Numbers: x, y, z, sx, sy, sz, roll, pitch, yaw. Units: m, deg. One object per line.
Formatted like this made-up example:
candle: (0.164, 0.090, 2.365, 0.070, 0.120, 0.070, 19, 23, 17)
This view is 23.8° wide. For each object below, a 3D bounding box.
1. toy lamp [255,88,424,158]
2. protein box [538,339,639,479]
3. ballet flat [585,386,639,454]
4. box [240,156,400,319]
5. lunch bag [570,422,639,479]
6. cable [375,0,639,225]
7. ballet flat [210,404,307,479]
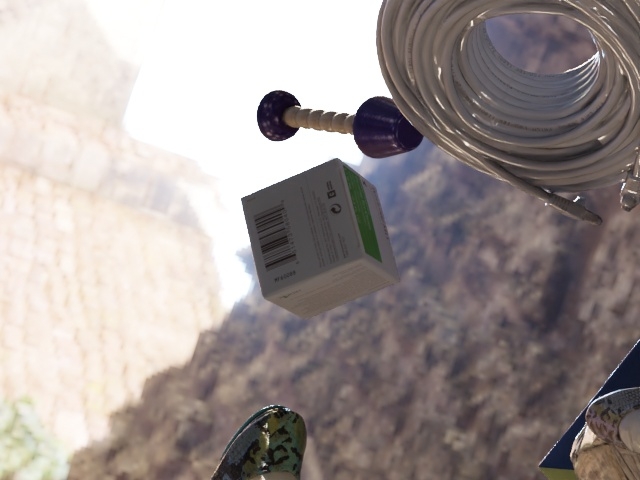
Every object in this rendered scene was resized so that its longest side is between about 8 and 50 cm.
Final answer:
toy lamp: (0.023, -0.145, 1.877, 0.274, 0.080, 0.080, 10, -99, 52)
protein box: (0.338, 0.157, 1.333, 0.136, 0.201, 0.200, 48, -53, 23)
ballet flat: (0.193, 0.099, 0.803, 0.114, 0.041, 0.041, -4, -118, 27)
box: (0.000, 0.000, 1.327, 0.102, 0.087, 0.101, -22, -114, 18)
lunch bag: (0.307, 0.163, 0.949, 0.169, 0.287, 0.235, -63, 177, -11)
cable: (0.174, -0.153, 1.203, 0.257, 0.257, 0.089, 111, 5, -48)
ballet flat: (-0.051, 0.195, 1.059, 0.070, 0.070, 0.188, -95, -155, -48)
